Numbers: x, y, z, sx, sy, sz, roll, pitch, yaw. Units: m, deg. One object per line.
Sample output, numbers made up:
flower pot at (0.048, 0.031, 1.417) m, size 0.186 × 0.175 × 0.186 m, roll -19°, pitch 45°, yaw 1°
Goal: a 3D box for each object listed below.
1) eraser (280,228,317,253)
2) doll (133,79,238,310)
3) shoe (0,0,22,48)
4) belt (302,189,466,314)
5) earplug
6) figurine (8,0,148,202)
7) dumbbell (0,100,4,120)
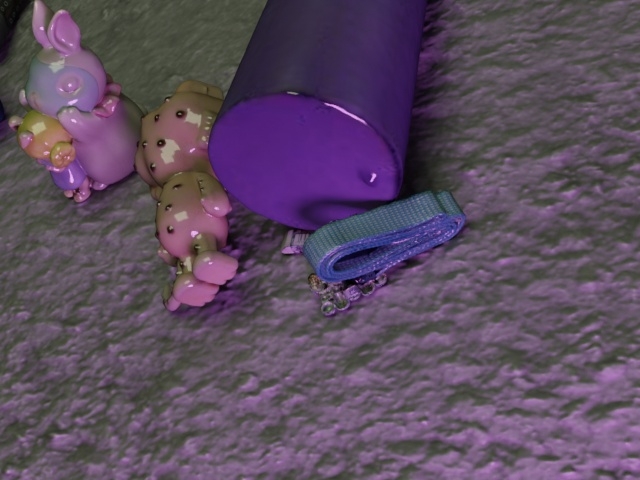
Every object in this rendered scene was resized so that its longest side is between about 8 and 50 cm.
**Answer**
eraser at (0.000, 0.000, 1.703) m, size 0.099 × 0.019 × 0.027 m, roll -2°, pitch 57°, yaw 21°
doll at (-0.151, -0.053, 1.744) m, size 0.154 × 0.119 × 0.278 m, roll -39°, pitch 46°, yaw 43°
shoe at (-0.463, -0.345, 2.168) m, size 0.077 × 0.074 × 0.194 m, roll -17°, pitch 47°, yaw 7°
belt at (0.071, 0.006, 1.638) m, size 0.179 × 0.100 × 0.065 m, roll -20°, pitch 49°, yaw -9°
earplug at (0.023, -0.244, 1.752) m, size 0.215 × 0.215 × 0.456 m, roll -6°, pitch 47°, yaw 23°
figurine at (-0.314, -0.171, 1.845) m, size 0.155 × 0.235 × 0.127 m, roll -41°, pitch 48°, yaw -7°
dumbbell at (-0.589, -0.135, 2.019) m, size 0.325 × 0.144 × 0.160 m, roll -38°, pitch 49°, yaw -6°
